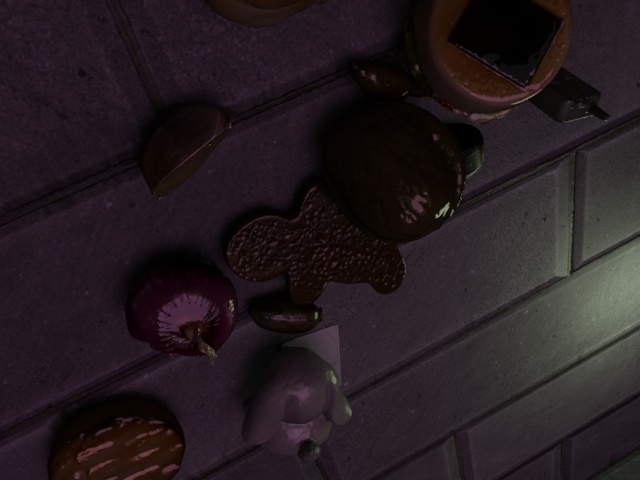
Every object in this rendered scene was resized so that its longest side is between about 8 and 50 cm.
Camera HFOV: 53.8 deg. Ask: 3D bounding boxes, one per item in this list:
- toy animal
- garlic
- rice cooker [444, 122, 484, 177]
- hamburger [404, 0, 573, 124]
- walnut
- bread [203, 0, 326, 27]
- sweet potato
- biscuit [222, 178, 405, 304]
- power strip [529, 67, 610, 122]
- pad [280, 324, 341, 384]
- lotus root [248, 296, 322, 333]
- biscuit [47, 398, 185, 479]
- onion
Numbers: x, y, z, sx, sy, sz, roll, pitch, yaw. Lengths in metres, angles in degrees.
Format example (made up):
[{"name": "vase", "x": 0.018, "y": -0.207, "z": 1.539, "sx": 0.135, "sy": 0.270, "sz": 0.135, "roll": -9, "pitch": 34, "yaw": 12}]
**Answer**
[{"name": "toy animal", "x": -0.050, "y": 0.365, "z": 1.466, "sx": 0.271, "sy": 0.206, "sz": 0.265, "roll": -5, "pitch": 128, "yaw": -19}, {"name": "garlic", "x": -0.235, "y": -0.168, "z": 1.068, "sx": 0.195, "sy": 0.101, "sz": 0.087, "roll": -43, "pitch": 163, "yaw": -4}, {"name": "rice cooker", "x": 0.266, "y": -0.177, "z": 1.328, "sx": 0.165, "sy": 0.112, "sz": 0.106, "roll": -29, "pitch": 137, "yaw": 2}, {"name": "hamburger", "x": 0.298, "y": -0.369, "z": 1.133, "sx": 0.301, "sy": 0.170, "sz": 0.302, "roll": -1, "pitch": 101, "yaw": -3}, {"name": "walnut", "x": 0.137, "y": -0.131, "z": 1.186, "sx": 0.283, "sy": 0.282, "sz": 0.227, "roll": -63, "pitch": 167, "yaw": 21}, {"name": "bread", "x": 0.000, "y": -0.475, "z": 0.889, "sx": 0.423, "sy": 0.245, "sz": 0.329, "roll": -34, "pitch": 132, "yaw": -9}, {"name": "sweet potato", "x": 0.145, "y": -0.296, "z": 1.210, "sx": 0.269, "sy": 0.075, "sz": 0.075, "roll": 0, "pitch": 122, "yaw": -40}, {"name": "biscuit", "x": -0.001, "y": 0.000, "z": 1.337, "sx": 0.431, "sy": 0.064, "sz": 0.283, "roll": -4, "pitch": 116, "yaw": -24}, {"name": "power strip", "x": 0.446, "y": -0.299, "z": 1.224, "sx": 0.093, "sy": 0.288, "sz": 0.053, "roll": -15, "pitch": 135, "yaw": -19}, {"name": "pad", "x": -0.020, "y": 0.317, "z": 1.585, "sx": 0.156, "sy": 0.004, "sz": 0.232, "roll": -17, "pitch": 128, "yaw": -18}, {"name": "lotus root", "x": -0.076, "y": 0.166, "z": 1.394, "sx": 0.179, "sy": 0.089, "sz": 0.081, "roll": 4, "pitch": 90, "yaw": -23}, {"name": "biscuit", "x": -0.448, "y": 0.472, "z": 1.396, "sx": 0.296, "sy": 0.102, "sz": 0.297, "roll": -14, "pitch": 123, "yaw": -22}, {"name": "onion", "x": -0.260, "y": 0.120, "z": 1.216, "sx": 0.207, "sy": 0.201, "sz": 0.201, "roll": 15, "pitch": 118, "yaw": 0}]
